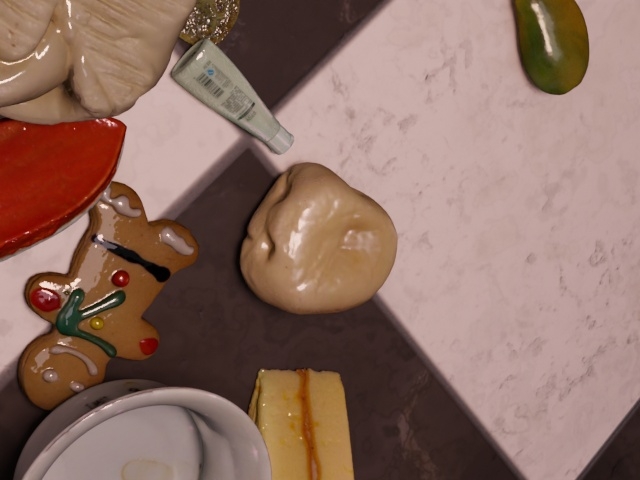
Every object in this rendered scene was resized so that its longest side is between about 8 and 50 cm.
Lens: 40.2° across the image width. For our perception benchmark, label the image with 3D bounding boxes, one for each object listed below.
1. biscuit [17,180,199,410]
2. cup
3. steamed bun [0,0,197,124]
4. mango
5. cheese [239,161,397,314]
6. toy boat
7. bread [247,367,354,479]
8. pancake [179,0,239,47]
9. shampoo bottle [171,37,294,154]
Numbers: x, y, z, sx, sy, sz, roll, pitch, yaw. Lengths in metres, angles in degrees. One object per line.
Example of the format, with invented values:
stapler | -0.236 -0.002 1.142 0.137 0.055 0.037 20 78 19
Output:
biscuit | -0.282 0.086 1.134 0.197 0.049 0.301 34 85 -30
cup | -0.251 0.320 1.131 0.347 0.163 0.347 -10 111 -29
steamed bun | -0.299 -0.315 0.902 0.342 0.255 0.367 24 93 -47
mango | 0.375 -0.327 1.398 0.122 0.085 0.191 -23 113 -21
cheese | 0.000 0.000 1.239 0.235 0.117 0.217 -27 112 -26
toy boat | -0.363 -0.058 1.010 0.332 0.133 0.145 -34 98 -32
bread | -0.021 0.336 1.279 0.168 0.163 0.263 6 98 -31
pancake | -0.155 -0.303 1.131 0.108 0.017 0.108 -8 106 -29
shampoo bottle | -0.109 -0.185 1.171 0.069 0.041 0.191 -47 123 4
